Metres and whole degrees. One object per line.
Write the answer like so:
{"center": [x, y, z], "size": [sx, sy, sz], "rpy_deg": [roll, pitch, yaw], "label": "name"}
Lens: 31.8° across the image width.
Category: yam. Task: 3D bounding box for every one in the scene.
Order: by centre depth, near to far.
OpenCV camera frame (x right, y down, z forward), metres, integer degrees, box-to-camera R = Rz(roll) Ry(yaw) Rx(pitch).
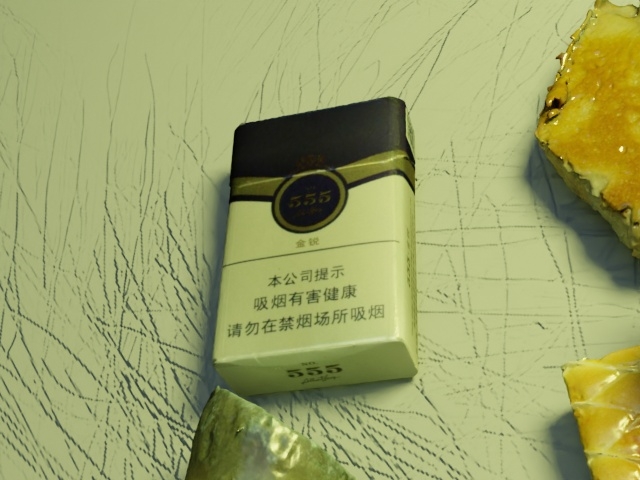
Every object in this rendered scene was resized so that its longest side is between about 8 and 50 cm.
{"center": [-0.063, 0.267, 0.778], "size": [0.133, 0.133, 0.330], "rpy_deg": [4, 61, 23], "label": "yam"}

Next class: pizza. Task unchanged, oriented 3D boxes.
{"center": [0.278, -0.105, 0.946], "size": [0.189, 0.071, 0.297], "rpy_deg": [-29, 50, 3], "label": "pizza"}

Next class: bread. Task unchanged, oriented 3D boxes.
{"center": [0.247, 0.160, 0.773], "size": [0.125, 0.068, 0.188], "rpy_deg": [-15, 53, 11], "label": "bread"}

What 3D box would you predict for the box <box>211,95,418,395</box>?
{"center": [0.000, 0.000, 0.978], "size": [0.168, 0.071, 0.259], "rpy_deg": [-9, 55, 15], "label": "box"}
